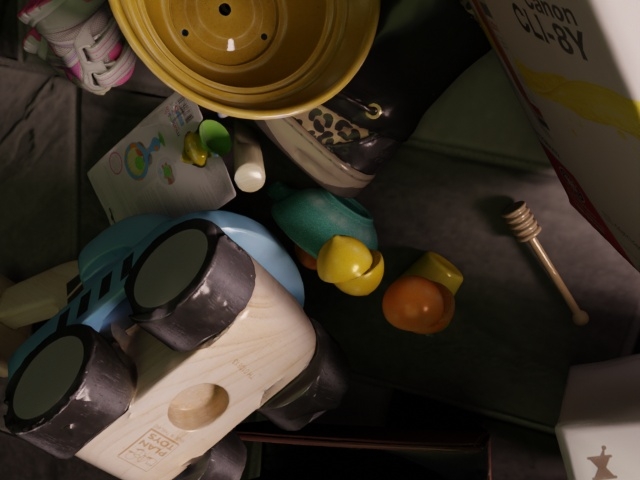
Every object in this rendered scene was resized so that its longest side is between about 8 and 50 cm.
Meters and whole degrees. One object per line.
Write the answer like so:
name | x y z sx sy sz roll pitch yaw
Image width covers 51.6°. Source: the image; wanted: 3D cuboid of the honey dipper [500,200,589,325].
honey dipper | 0.253 0.028 0.730 0.030 0.030 0.160 -32 101 23

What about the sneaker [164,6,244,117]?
sneaker | -0.118 -0.171 0.603 0.144 0.053 0.059 43 120 -12

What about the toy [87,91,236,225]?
toy | -0.182 -0.072 0.790 0.237 0.056 0.136 -28 84 44

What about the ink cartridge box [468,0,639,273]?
ink cartridge box | 0.230 -0.143 0.461 0.160 0.279 0.384 -32 119 11

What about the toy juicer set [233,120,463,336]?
toy juicer set | 0.000 0.000 0.692 0.329 0.209 0.089 36 106 0

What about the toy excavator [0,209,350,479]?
toy excavator | -0.239 0.095 0.757 0.433 0.445 0.222 -40 128 4

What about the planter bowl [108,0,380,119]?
planter bowl | -0.068 -0.199 0.535 0.217 0.090 0.217 0 89 -23

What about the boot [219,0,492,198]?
boot | -0.001 -0.255 0.639 0.284 0.138 0.377 -39 98 25

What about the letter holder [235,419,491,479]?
letter holder | 0.038 0.292 0.758 0.302 0.214 0.151 -2 76 16

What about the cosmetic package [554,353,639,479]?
cosmetic package | 0.328 0.179 0.556 0.217 0.385 0.156 -15 82 22

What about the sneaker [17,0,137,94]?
sneaker | -0.239 -0.221 0.698 0.111 0.252 0.103 40 79 -19
